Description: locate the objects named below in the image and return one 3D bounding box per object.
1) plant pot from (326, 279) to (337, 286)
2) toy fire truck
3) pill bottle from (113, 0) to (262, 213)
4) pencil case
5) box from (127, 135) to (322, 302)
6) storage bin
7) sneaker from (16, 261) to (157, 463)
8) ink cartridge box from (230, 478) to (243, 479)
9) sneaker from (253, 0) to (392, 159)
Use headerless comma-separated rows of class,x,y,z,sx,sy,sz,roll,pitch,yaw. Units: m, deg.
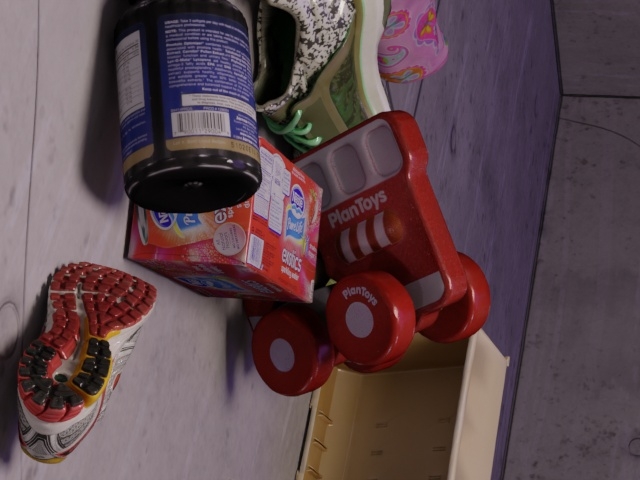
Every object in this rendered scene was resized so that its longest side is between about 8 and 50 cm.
plant pot,-0.013,0.079,2.171,0.079,0.083,0.083,-45,138,-51
toy fire truck,0.025,0.019,1.932,0.169,0.302,0.254,-12,80,-47
pill bottle,-0.121,-0.144,1.578,0.123,0.123,0.219,52,31,-68
pencil case,0.099,-0.329,2.428,0.284,0.124,0.124,65,31,-62
box,-0.088,-0.019,1.757,0.257,0.122,0.128,35,60,-73
storage bin,0.088,0.241,2.232,0.123,0.260,0.262,47,45,-46
sneaker,-0.202,0.095,1.468,0.225,0.088,0.093,-64,173,-56
ink cartridge box,-0.053,0.331,1.995,0.060,0.104,0.180,-66,155,-53
sneaker,-0.025,-0.169,2.043,0.182,0.158,0.410,-31,132,-34
